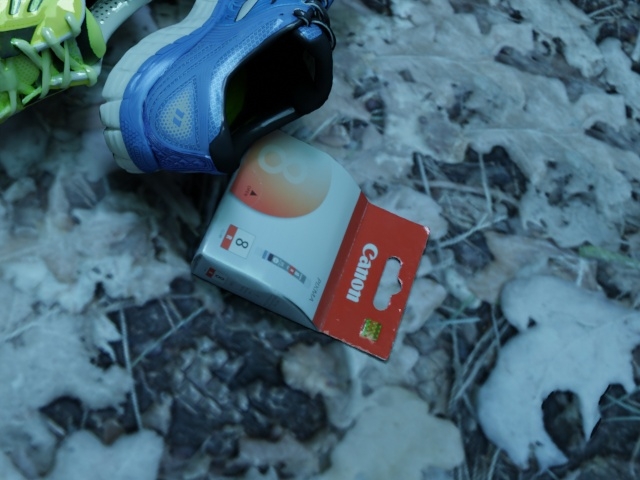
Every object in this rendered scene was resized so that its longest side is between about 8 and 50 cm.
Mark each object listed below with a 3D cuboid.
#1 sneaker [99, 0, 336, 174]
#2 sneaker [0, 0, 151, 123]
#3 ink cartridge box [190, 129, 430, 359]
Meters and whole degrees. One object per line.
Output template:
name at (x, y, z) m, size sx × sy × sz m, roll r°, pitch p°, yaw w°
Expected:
sneaker at (-0.033, -0.168, 0.981) m, size 0.147 × 0.129 × 0.330 m, roll 17°, pitch 59°, yaw 28°
sneaker at (-0.254, -0.152, 0.882) m, size 0.147 × 0.145 × 0.384 m, roll 18°, pitch 55°, yaw 23°
ink cartridge box at (0.000, 0.000, 0.975) m, size 0.179 × 0.045 × 0.145 m, roll 24°, pitch 57°, yaw -4°
